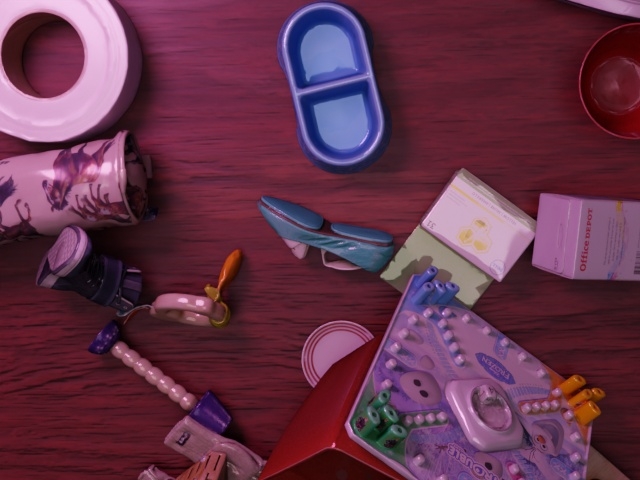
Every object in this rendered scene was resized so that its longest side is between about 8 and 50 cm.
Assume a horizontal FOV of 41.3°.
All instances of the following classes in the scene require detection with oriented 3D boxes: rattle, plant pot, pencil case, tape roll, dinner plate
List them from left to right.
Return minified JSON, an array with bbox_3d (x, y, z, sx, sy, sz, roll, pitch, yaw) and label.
[{"bbox_3d":[-0.485,-0.071,1.411,0.410,0.183,0.160,-11,87,6],"label":"pencil case"},{"bbox_3d":[-0.449,-0.303,1.422,0.286,0.100,0.286,0,96,2],"label":"tape roll"},{"bbox_3d":[-0.248,0.081,1.472,0.199,0.130,0.143,1,85,29],"label":"rattle"},{"bbox_3d":[0.037,0.210,1.497,0.141,0.017,0.141,0,96,2],"label":"dinner plate"},{"bbox_3d":[0.098,0.312,1.358,0.267,0.267,0.236,30,53,-13],"label":"plant pot"}]

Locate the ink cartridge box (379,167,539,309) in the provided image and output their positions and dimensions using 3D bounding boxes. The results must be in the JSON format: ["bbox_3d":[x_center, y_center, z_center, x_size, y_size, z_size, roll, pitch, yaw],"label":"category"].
[{"bbox_3d":[0.237,0.019,1.450,0.171,0.056,0.235,36,94,-2],"label":"ink cartridge box"}]

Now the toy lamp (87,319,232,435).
[{"bbox_3d":[-0.274,0.247,1.486,0.274,0.080,0.080,39,96,-1],"label":"toy lamp"}]

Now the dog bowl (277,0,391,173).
[{"bbox_3d":[0.023,-0.257,1.419,0.166,0.074,0.297,-13,96,4],"label":"dog bowl"}]

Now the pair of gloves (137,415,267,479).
[{"bbox_3d":[-0.208,0.429,1.498,0.204,0.042,0.240,31,114,-6],"label":"pair of gloves"}]

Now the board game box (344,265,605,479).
[{"bbox_3d":[0.262,0.258,1.303,0.390,0.390,0.050,36,128,-3],"label":"board game box"}]

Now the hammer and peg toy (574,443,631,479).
[{"bbox_3d":[0.376,0.511,1.459,0.266,0.127,0.361,42,96,-2],"label":"hammer and peg toy"}]

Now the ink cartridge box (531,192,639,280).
[{"bbox_3d":[0.454,-0.007,1.377,0.176,0.127,0.128,3,97,-17],"label":"ink cartridge box"}]

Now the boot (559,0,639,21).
[{"bbox_3d":[0.453,-0.435,1.368,0.258,0.095,0.123,17,103,2],"label":"boot"}]

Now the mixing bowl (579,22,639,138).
[{"bbox_3d":[0.500,-0.257,1.386,0.181,0.098,0.181,0,97,2],"label":"mixing bowl"}]

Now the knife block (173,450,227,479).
[{"bbox_3d":[-0.195,0.525,1.468,0.275,0.088,0.242,-40,104,22],"label":"knife block"}]

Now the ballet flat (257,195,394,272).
[{"bbox_3d":[0.000,0.000,1.447,0.247,0.083,0.087,18,111,2],"label":"ballet flat"}]

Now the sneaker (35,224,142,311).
[{"bbox_3d":[-0.355,0.048,1.374,0.163,0.226,0.086,21,69,-22],"label":"sneaker"}]
